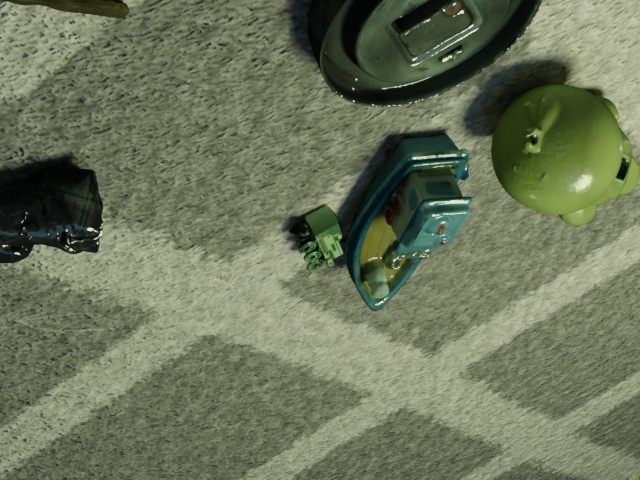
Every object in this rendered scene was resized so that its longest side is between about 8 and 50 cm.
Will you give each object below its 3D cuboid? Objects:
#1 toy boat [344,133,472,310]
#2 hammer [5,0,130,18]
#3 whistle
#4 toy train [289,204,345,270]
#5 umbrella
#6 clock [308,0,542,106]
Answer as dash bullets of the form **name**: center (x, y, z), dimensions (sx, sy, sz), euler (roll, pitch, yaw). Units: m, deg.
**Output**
- **toy boat**: center (0.091, -0.006, 1.464), dimensions (0.109, 0.098, 0.238), euler (-6, 147, -25)
- **hammer**: center (-0.203, -0.165, 0.944), dimensions (0.029, 0.058, 0.292), euler (-24, 176, 21)
- **whistle**: center (0.260, -0.090, 1.457), dimensions (0.141, 0.141, 0.294), euler (-33, 168, 14)
- **toy train**: center (0.000, 0.000, 1.469), dimensions (0.053, 0.033, 0.083), euler (-28, 151, -1)
- **umbrella**: center (-0.300, -0.019, 1.184), dimensions (0.224, 0.080, 0.071), euler (-3, 179, -29)
- **clock**: center (0.091, -0.202, 1.197), dimensions (0.215, 0.042, 0.215), euler (-19, 150, -11)
